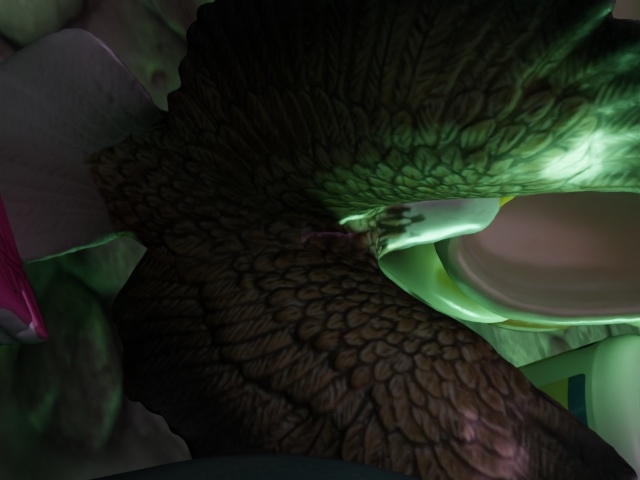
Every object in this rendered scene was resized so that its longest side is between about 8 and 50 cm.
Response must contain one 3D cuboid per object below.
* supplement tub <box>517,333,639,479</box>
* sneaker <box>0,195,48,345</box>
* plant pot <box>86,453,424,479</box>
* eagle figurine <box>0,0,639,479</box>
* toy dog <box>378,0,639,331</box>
[{"bbox_3d":[0.105,0.144,1.040,0.144,0.200,0.144,43,36,-43],"label":"supplement tub"},{"bbox_3d":[-0.175,0.010,0.708,0.252,0.111,0.103,8,63,-87],"label":"sneaker"},{"bbox_3d":[-0.057,0.190,0.624,0.248,0.252,0.247,-6,76,-65],"label":"plant pot"},{"bbox_3d":[0.010,-0.005,0.805,0.298,0.225,0.226,27,-28,58],"label":"eagle figurine"},{"bbox_3d":[0.166,-0.080,1.150,0.408,0.396,0.284,165,-72,-73],"label":"toy dog"}]
